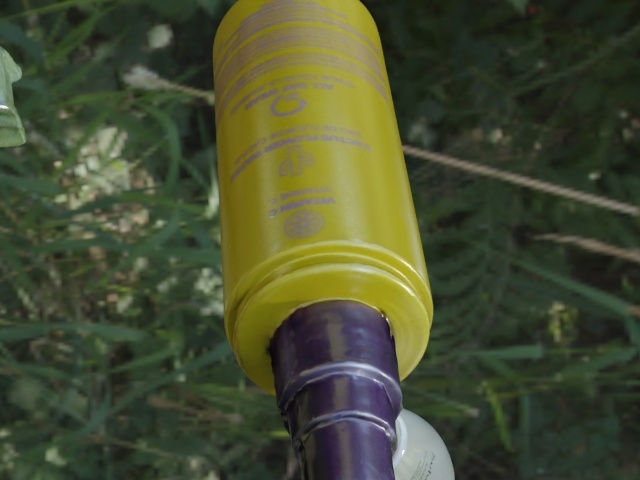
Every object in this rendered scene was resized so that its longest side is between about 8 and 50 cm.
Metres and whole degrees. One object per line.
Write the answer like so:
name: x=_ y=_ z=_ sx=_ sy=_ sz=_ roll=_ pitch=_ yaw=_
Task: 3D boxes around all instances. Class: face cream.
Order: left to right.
face cream: x=0.000 y=0.000 z=0.574 sx=0.078 sy=0.078 sz=0.273 roll=48 pitch=22 yaw=-36
face cream: x=0.044 y=0.138 z=0.869 sx=0.072 sy=0.051 sz=0.182 roll=-55 pitch=159 yaw=-10

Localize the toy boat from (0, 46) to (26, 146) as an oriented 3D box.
toy boat: x=-0.317 y=-0.092 z=0.856 sx=0.293 sy=0.055 sz=0.093 roll=-1 pitch=59 yaw=-18
